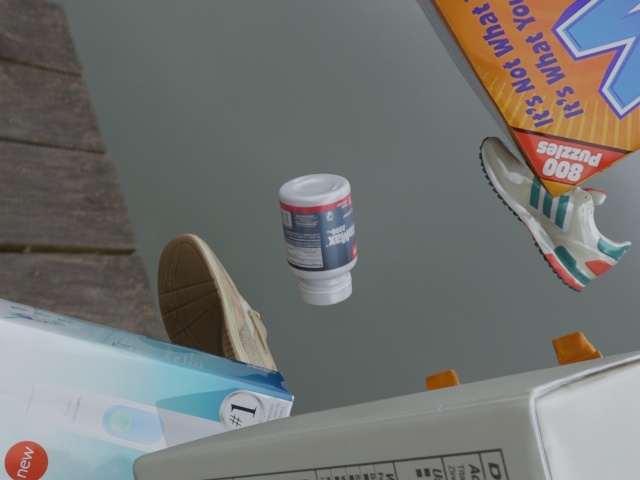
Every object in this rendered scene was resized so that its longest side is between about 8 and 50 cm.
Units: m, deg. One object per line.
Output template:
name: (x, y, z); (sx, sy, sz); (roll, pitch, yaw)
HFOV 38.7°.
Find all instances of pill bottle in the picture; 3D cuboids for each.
pill bottle: (0.000, 0.000, 1.374); (0.108, 0.108, 0.180); (-50, 138, -57)

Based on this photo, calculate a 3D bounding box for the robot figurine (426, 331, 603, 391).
robot figurine: (0.211, 0.166, 0.697); (0.291, 0.211, 0.085); (33, 45, -43)

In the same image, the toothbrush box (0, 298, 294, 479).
toothbrush box: (-0.193, 0.178, 0.722); (0.295, 0.216, 0.126); (17, -2, -6)

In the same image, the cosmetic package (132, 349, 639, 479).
cosmetic package: (0.037, 0.156, 0.431); (0.113, 0.309, 0.160); (-7, 81, -39)

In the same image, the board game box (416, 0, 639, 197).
board game box: (0.224, -0.331, 0.779); (0.356, 0.356, 0.356); (53, 13, -25)

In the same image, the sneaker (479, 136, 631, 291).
sneaker: (0.210, -0.037, 0.811); (0.161, 0.075, 0.057); (56, 21, 6)

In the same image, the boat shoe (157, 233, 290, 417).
boat shoe: (-0.145, 0.150, 1.388); (0.110, 0.121, 0.341); (-19, 89, -60)
